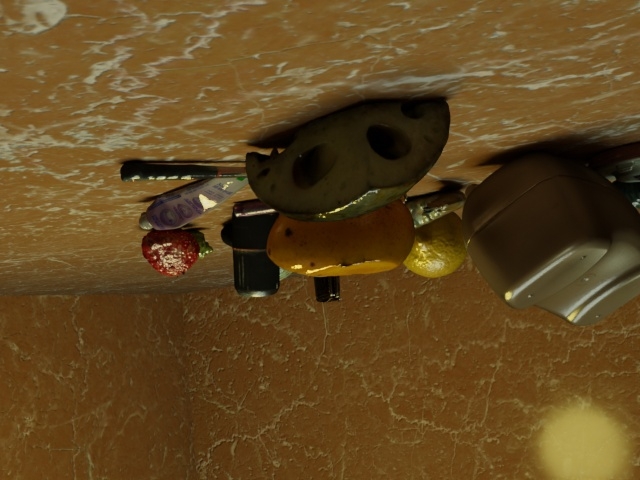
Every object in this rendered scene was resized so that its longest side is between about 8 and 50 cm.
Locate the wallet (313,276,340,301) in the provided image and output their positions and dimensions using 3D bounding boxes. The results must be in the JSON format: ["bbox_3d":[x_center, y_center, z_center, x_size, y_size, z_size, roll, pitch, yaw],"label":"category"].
[{"bbox_3d":[0.014,0.034,1.968,0.071,0.221,0.262,-1,174,-6],"label":"wallet"}]

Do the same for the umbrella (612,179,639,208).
[{"bbox_3d":[0.592,-0.106,1.839,0.348,0.094,0.143,-5,180,7],"label":"umbrella"}]

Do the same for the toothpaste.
[{"bbox_3d":[-0.238,-0.075,1.538,0.301,0.048,0.075,-20,139,39],"label":"toothpaste"}]

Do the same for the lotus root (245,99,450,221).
[{"bbox_3d":[0.042,-0.098,1.187,0.210,0.142,0.314,-4,175,-30],"label":"lotus root"}]

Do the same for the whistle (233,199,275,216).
[{"bbox_3d":[-0.098,-0.074,1.736,0.176,0.033,0.033,-7,174,14],"label":"whistle"}]

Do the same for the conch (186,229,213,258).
[{"bbox_3d":[-0.326,0.013,2.085,0.121,0.074,0.089,15,136,-4],"label":"conch"}]

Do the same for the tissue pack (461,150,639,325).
[{"bbox_3d":[0.460,-0.013,1.611,0.387,0.277,0.267,14,136,-43],"label":"tissue pack"}]

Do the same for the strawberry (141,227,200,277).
[{"bbox_3d":[-0.357,0.025,1.973,0.131,0.131,0.148,-8,-179,13],"label":"strawberry"}]

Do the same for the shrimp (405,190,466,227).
[{"bbox_3d":[0.244,-0.065,1.877,0.185,0.068,0.287,-21,-175,-22],"label":"shrimp"}]

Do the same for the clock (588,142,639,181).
[{"bbox_3d":[0.653,-0.153,1.655,0.244,0.056,0.244,-7,174,-1],"label":"clock"}]

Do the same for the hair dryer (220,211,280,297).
[{"bbox_3d":[-0.179,0.017,1.946,0.107,0.189,0.352,-2,-174,-18],"label":"hair dryer"}]

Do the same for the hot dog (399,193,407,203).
[{"bbox_3d":[0.135,-0.086,1.858,0.122,0.037,0.049,-12,161,7],"label":"hot dog"}]

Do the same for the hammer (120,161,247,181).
[{"bbox_3d":[-0.176,-0.111,1.341,0.287,0.033,0.111,-2,172,-29],"label":"hammer"}]

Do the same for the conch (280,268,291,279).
[{"bbox_3d":[-0.115,0.038,2.062,0.172,0.131,0.200,-24,-166,-17],"label":"conch"}]

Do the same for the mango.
[{"bbox_3d":[0.035,-0.022,1.607,0.290,0.191,0.160,-10,160,-2],"label":"mango"}]

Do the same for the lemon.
[{"bbox_3d":[0.277,0.001,2.067,0.186,0.187,0.244,-9,180,22],"label":"lemon"}]
